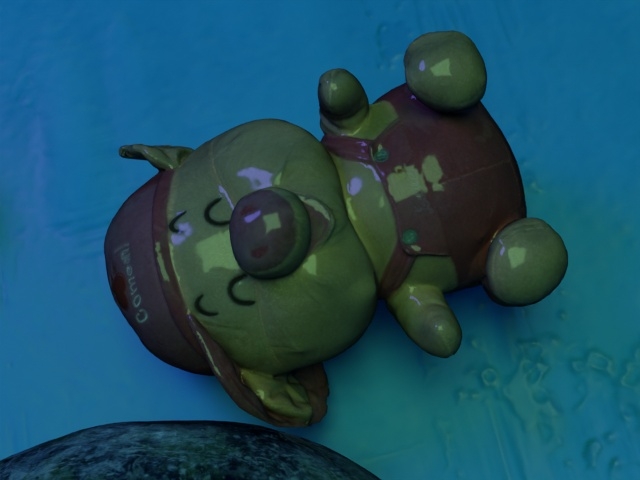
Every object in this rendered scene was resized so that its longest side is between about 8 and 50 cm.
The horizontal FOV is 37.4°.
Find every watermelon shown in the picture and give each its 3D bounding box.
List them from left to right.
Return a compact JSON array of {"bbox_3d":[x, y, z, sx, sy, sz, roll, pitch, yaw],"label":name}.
[{"bbox_3d":[-0.055,0.195,0.505,0.318,0.148,0.226,21,102,-13],"label":"watermelon"}]

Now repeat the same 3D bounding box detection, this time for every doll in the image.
[{"bbox_3d":[-0.001,-0.002,0.561,0.256,0.152,0.196,-20,55,1],"label":"doll"}]
